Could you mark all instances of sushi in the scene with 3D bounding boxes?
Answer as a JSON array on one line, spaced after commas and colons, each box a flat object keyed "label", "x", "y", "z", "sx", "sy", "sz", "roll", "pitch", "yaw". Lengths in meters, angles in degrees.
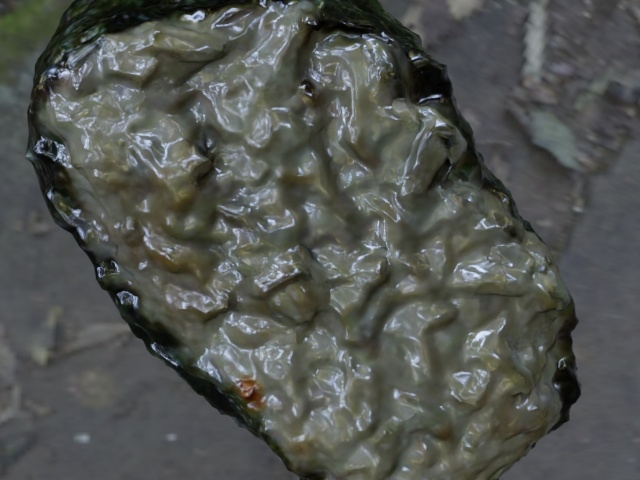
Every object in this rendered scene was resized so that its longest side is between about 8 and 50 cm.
[{"label": "sushi", "x": 0.000, "y": 0.000, "z": 1.037, "sx": 0.211, "sy": 0.171, "sz": 0.350, "roll": -38, "pitch": 113, "yaw": -2}]
